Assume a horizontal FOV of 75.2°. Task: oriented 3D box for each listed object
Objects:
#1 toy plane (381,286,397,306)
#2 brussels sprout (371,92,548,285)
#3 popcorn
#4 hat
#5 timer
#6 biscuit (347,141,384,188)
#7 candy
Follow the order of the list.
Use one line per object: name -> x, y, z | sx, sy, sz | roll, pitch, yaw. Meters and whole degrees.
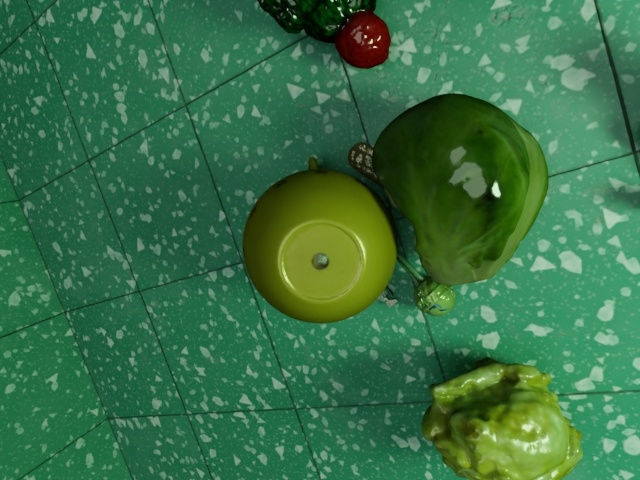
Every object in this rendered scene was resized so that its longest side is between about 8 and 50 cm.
toy plane -> 0.153, 0.120, 1.084 | 0.049, 0.031, 0.120 | -31, 86, 21
brussels sprout -> 0.274, -0.102, 0.825 | 0.315, 0.276, 0.370 | -19, 95, 33
popcorn -> 0.381, 0.411, 0.914 | 0.313, 0.312, 0.311 | 7, 106, 25
hat -> 0.040, -0.526, 0.887 | 0.332, 0.242, 0.274 | 45, 144, -16
timer -> 0.000, 0.000, 0.958 | 0.377, 0.387, 0.375 | -1, 103, -3
biscuit -> 0.131, -0.184, 1.019 | 0.147, 0.018, 0.071 | 36, 115, 13
candy -> 0.198, 0.045, 1.024 | 0.335, 0.092, 0.093 | 51, 156, 14
